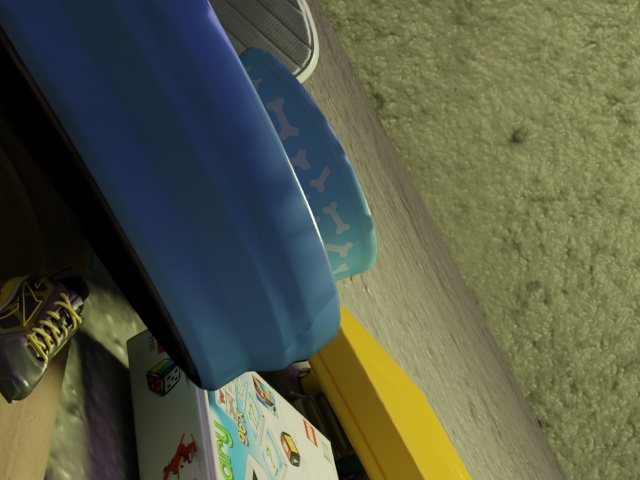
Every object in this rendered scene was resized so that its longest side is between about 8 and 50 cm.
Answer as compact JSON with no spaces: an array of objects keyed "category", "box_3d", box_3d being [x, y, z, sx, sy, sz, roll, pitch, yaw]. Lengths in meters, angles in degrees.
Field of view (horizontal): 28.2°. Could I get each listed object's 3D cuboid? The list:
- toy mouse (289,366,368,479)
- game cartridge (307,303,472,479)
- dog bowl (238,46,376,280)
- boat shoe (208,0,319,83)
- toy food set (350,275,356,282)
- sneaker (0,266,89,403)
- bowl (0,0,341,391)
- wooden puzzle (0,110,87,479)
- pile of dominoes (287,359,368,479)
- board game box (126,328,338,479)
[{"category":"toy mouse","box_3d":[0.028,0.177,1.202,0.143,0.031,0.161,62,11,-5]},{"category":"game cartridge","box_3d":[0.087,0.205,1.105,0.285,0.052,0.324,60,7,32]},{"category":"dog bowl","box_3d":[-0.053,-0.022,0.891,0.166,0.074,0.297,60,-17,4]},{"category":"boat shoe","box_3d":[-0.104,-0.279,1.361,0.302,0.109,0.094,51,2,13]},{"category":"toy food set","box_3d":[0.000,0.000,1.534,0.122,0.019,0.078,54,12,-9]},{"category":"sneaker","box_3d":[-0.114,0.033,0.514,0.083,0.035,0.031,-97,162,-61]},{"category":"bowl","box_3d":[-0.128,-0.092,0.660,0.391,0.077,0.391,54,-12,17]},{"category":"wooden puzzle","box_3d":[-0.209,-0.029,0.488,0.322,0.080,0.348,-97,162,-61]},{"category":"pile of dominoes","box_3d":[-0.032,0.169,0.995,0.196,0.040,0.251,66,19,10]},{"category":"board game box","box_3d":[-0.031,0.211,0.757,0.193,0.053,0.305,49,20,-44]}]
